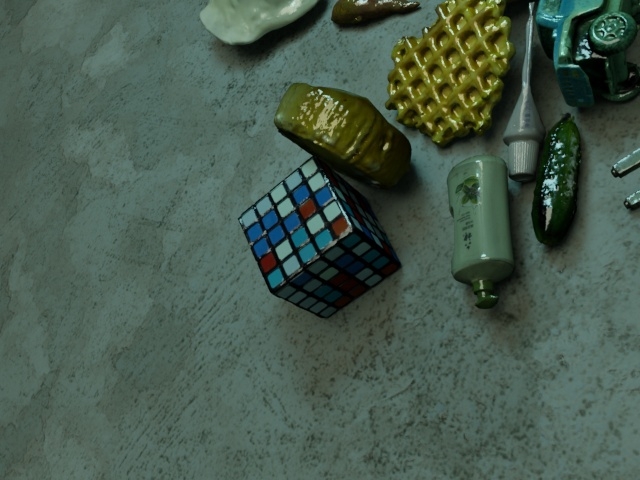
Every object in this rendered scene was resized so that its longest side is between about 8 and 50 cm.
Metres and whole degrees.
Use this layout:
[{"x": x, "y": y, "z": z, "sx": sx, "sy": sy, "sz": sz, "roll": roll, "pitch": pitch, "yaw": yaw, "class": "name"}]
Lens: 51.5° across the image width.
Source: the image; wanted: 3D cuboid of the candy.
[{"x": 0.039, "y": -0.185, "z": 1.171, "sx": 0.259, "sy": 0.260, "sz": 0.118, "roll": 32, "pitch": 92, "yaw": 40, "class": "candy"}]

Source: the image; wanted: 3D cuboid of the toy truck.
[{"x": 0.431, "y": -0.353, "z": 1.037, "sx": 0.156, "sy": 0.155, "sz": 0.279, "roll": 9, "pitch": 73, "yaw": 33, "class": "toy truck"}]

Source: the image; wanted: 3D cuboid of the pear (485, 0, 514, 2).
[{"x": 0.314, "y": -0.561, "z": 1.146, "sx": 0.280, "sy": 0.280, "sz": 0.281, "roll": -15, "pitch": 61, "yaw": 29, "class": "pear"}]

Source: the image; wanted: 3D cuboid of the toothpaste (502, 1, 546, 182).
[{"x": 0.338, "y": -0.235, "z": 1.088, "sx": 0.099, "sy": 0.068, "sz": 0.283, "roll": 146, "pitch": 133, "yaw": -74, "class": "toothpaste"}]

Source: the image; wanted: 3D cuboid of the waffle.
[{"x": 0.221, "y": -0.309, "z": 1.174, "sx": 0.291, "sy": 0.051, "sz": 0.291, "roll": 4, "pitch": 95, "yaw": 46, "class": "waffle"}]

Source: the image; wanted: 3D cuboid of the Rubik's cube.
[{"x": 0.000, "y": 0.000, "z": 1.157, "sx": 0.182, "sy": 0.187, "sz": 0.184, "roll": -37, "pitch": 55, "yaw": 14, "class": "Rubik's cube"}]

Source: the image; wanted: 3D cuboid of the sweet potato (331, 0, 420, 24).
[{"x": 0.100, "y": -0.493, "z": 1.394, "sx": 0.226, "sy": 0.068, "sz": 0.068, "roll": 4, "pitch": 71, "yaw": 35, "class": "sweet potato"}]

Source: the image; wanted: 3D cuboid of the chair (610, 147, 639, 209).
[{"x": 0.542, "y": -0.100, "z": 0.860, "sx": 0.270, "sy": 0.136, "sz": 0.147, "roll": -36, "pitch": 54, "yaw": 14, "class": "chair"}]

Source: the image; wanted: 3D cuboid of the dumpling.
[{"x": -0.162, "y": -0.569, "z": 1.529, "sx": 0.318, "sy": 0.187, "sz": 0.243, "roll": 27, "pitch": 82, "yaw": 36, "class": "dumpling"}]

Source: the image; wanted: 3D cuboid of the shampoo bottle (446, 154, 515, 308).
[{"x": 0.250, "y": -0.007, "z": 1.038, "sx": 0.118, "sy": 0.087, "sz": 0.234, "roll": 132, "pitch": 144, "yaw": -61, "class": "shampoo bottle"}]

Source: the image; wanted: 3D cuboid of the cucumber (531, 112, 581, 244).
[{"x": 0.369, "y": -0.099, "z": 1.027, "sx": 0.069, "sy": 0.069, "sz": 0.228, "roll": 1, "pitch": 65, "yaw": 35, "class": "cucumber"}]
